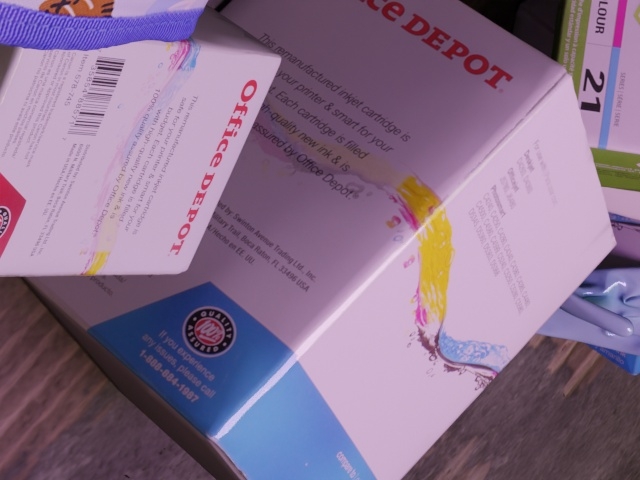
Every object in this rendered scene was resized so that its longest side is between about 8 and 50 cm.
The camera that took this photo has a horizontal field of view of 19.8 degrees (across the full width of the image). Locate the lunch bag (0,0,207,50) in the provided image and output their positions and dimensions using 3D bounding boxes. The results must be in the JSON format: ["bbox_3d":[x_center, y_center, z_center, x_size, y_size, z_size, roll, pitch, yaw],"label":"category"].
[{"bbox_3d":[-0.124,-0.248,0.602,0.385,0.239,0.328,8,116,-45],"label":"lunch bag"}]

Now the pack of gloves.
[{"bbox_3d":[0.148,0.001,1.224,0.046,0.232,0.195,-68,165,-48],"label":"pack of gloves"}]

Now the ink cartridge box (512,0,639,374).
[{"bbox_3d":[0.238,-0.064,1.321,0.171,0.168,0.233,-28,140,-34],"label":"ink cartridge box"}]

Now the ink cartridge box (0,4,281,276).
[{"bbox_3d":[-0.135,-0.067,0.868,0.176,0.127,0.128,2,119,-53],"label":"ink cartridge box"}]

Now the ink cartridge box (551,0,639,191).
[{"bbox_3d":[0.272,-0.121,1.116,0.097,0.255,0.189,77,22,-79],"label":"ink cartridge box"}]

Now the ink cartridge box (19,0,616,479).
[{"bbox_3d":[0.000,0.000,1.046,0.270,0.198,0.197,-45,147,-11],"label":"ink cartridge box"}]
